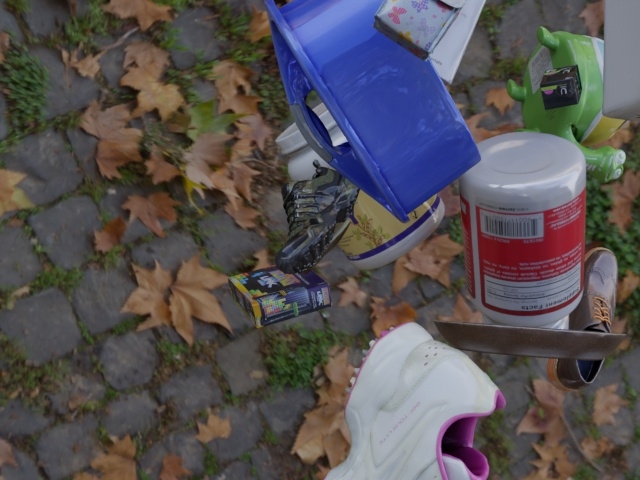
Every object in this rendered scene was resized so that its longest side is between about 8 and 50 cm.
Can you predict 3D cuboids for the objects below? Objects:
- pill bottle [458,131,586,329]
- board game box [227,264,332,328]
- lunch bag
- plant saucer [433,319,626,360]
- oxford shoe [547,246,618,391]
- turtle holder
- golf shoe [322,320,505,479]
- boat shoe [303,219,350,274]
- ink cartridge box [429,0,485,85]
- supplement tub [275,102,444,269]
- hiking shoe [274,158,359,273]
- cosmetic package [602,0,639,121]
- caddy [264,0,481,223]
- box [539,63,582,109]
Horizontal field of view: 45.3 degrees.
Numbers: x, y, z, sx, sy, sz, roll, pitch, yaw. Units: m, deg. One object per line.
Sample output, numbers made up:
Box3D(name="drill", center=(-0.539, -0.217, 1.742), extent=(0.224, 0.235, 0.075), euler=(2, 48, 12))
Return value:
Box3D(name="pill bottle", center=(0.393, 0.016, 1.487), extent=(0.229, 0.229, 0.407), euler=(-20, 123, -14))
Box3D(name="board game box", center=(-0.076, 0.091, 1.372), extent=(0.141, 0.170, 0.048), euler=(-16, 109, -17))
Box3D(name="lunch bag", center=(0.102, -0.235, 0.768), extent=(0.071, 0.053, 0.083), euler=(35, 89, 1))
Box3D(name="plant saucer", center=(0.345, 0.167, 1.285), extent=(0.311, 0.310, 0.050), euler=(5, 84, -18))
Box3D(name="oxford shoe", center=(0.649, 0.181, 1.806), extent=(0.130, 0.133, 0.363), euler=(20, 76, -7))
Box3D(name="turtle holder", center=(0.567, -0.303, 1.653), extent=(0.227, 0.320, 0.243), euler=(5, 123, -14))
Box3D(name="golf shoe", center=(0.073, 0.237, 0.728), extent=(0.115, 0.140, 0.306), euler=(-8, 117, -58))
Box3D(name="boat shoe", center=(0.000, 0.000, 1.339), extent=(0.045, 0.050, 0.135), euler=(39, 58, 11))
Box3D(name="ink cartridge box", center=(0.178, -0.470, 1.308), extent=(0.166, 0.285, 0.395), euler=(23, 91, -16))
Box3D(name="supplement tub", center=(0.082, -0.132, 1.617), extent=(0.241, 0.241, 0.331), euler=(-38, 104, -8))
Box3D(name="hiking shoe", center=(-0.027, -0.039, 1.263), extent=(0.114, 0.086, 0.227), euler=(29, 52, 12))
Box3D(name="cosmetic package", center=(0.341, -0.292, 0.586), extent=(0.156, 0.217, 0.385), euler=(3, 87, -13))
Box3D(name="caddy", center=(0.053, -0.182, 0.992), extent=(0.179, 0.241, 0.341), euler=(-32, 111, 6))
Box3D(name="box", center=(0.442, -0.282, 1.407), extent=(0.062, 0.083, 0.052), euler=(-7, 117, 28))
